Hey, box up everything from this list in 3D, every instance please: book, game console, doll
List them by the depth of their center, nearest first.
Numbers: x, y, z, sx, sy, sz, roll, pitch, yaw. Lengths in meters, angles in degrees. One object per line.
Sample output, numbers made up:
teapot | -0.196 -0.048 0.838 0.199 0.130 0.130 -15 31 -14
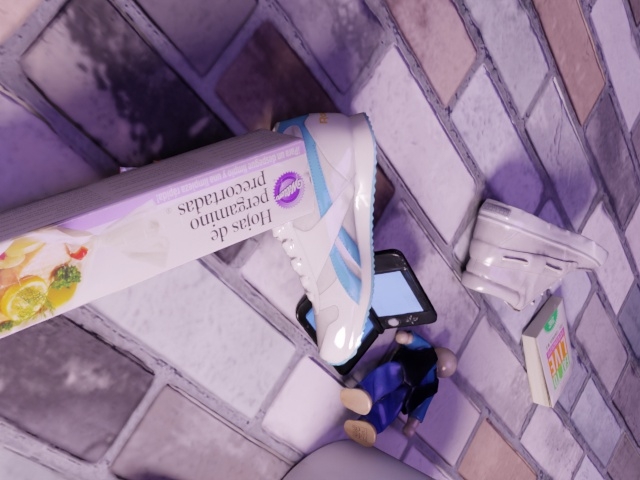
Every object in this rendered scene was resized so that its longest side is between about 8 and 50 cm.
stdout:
game console | 0.051 0.077 0.766 0.122 0.107 0.071 56 34 -40
doll | 0.098 0.170 0.856 0.189 0.046 0.129 -21 108 -47
book | 0.347 0.167 1.124 0.096 0.035 0.144 -44 128 -33

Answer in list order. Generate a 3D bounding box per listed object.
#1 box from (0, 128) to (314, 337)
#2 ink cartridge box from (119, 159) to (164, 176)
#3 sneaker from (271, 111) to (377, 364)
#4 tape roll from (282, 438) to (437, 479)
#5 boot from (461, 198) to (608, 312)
box | -0.153 -0.002 0.506 0.324 0.067 0.063 -24 118 -31
ink cartridge box | -0.111 -0.033 0.592 0.115 0.029 0.062 -6 107 -37
sneaker | 0.000 0.000 0.672 0.092 0.087 0.228 -2 97 -6
tape roll | 0.057 0.358 0.785 0.246 0.169 0.246 -17 114 -42
boot | 0.278 0.035 0.979 0.258 0.095 0.123 17 96 -38
